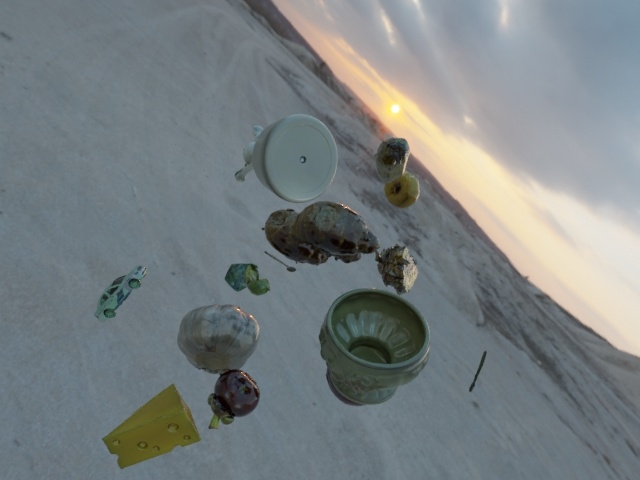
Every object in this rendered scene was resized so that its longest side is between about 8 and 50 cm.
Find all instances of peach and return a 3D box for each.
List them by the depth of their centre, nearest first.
[{"bbox_3d":[0.384,-0.241,1.942,0.103,0.179,0.179,-3,50,-46],"label":"peach"}]

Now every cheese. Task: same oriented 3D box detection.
[{"bbox_3d":[-0.370,0.418,0.896,0.126,0.171,0.093,22,-46,60],"label":"cheese"}]

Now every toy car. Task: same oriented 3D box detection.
[{"bbox_3d":[-0.661,0.166,1.352,0.076,0.224,0.090,39,10,-20],"label":"toy car"}]

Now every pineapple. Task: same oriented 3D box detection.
[{"bbox_3d":[0.285,0.125,1.635,0.159,0.161,0.334,15,-14,20],"label":"pineapple"}]

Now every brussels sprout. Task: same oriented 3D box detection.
[{"bbox_3d":[-0.151,0.095,0.958,0.083,0.051,0.046,46,8,38],"label":"brussels sprout"}]

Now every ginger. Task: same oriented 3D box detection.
[{"bbox_3d":[0.009,-0.002,1.325,0.152,0.358,0.274,-77,148,-41],"label":"ginger"}]

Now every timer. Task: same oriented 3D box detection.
[{"bbox_3d":[-0.108,-0.186,0.919,0.175,0.175,0.266,36,-10,-35],"label":"timer"}]

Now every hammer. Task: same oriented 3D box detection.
[{"bbox_3d":[-0.101,0.052,1.024,0.123,0.029,0.014,41,57,-51],"label":"hammer"}]

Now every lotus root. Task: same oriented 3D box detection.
[{"bbox_3d":[0.227,-0.258,1.324,0.097,0.110,0.258,60,-4,15],"label":"lotus root"}]

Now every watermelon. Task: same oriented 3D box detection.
[{"bbox_3d":[-0.255,0.122,1.321,0.072,0.085,0.092,45,44,-63],"label":"watermelon"}]

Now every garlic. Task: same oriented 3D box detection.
[{"bbox_3d":[-0.379,0.357,1.536,0.322,0.322,0.241,32,18,-43],"label":"garlic"}]

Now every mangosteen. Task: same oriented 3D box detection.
[{"bbox_3d":[-0.282,0.485,1.274,0.145,0.182,0.155,58,0,41],"label":"mangosteen"}]

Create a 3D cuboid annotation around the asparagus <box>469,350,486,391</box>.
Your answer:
[{"bbox_3d":[0.522,0.434,1.360,0.016,0.165,0.013,16,18,14],"label":"asparagus"}]

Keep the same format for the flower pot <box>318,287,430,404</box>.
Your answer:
[{"bbox_3d":[0.143,0.315,1.167,0.308,0.243,0.307,3,38,-3],"label":"flower pot"}]

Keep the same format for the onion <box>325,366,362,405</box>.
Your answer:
[{"bbox_3d":[0.153,0.481,1.537,0.276,0.276,0.276,43,17,-17],"label":"onion"}]
